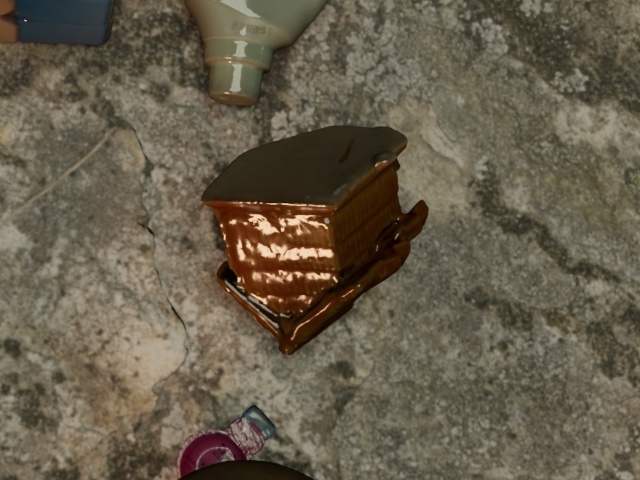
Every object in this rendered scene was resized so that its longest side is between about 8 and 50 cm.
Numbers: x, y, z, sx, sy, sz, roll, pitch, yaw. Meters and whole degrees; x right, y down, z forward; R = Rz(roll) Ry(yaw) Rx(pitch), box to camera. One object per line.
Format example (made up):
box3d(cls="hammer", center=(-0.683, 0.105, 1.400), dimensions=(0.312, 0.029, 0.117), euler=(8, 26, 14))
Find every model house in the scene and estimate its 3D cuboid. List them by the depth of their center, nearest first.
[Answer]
box3d(cls="model house", center=(0.000, -0.002, 1.901), dimensions=(0.199, 0.219, 0.229), euler=(-45, 137, -45))

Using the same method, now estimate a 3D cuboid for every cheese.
box3d(cls="cheese", center=(-0.116, 0.261, 1.899), dimensions=(0.145, 0.038, 0.095), euler=(-43, 94, -20))

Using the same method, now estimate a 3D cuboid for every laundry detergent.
box3d(cls="laundry detergent", center=(-0.068, -0.366, 1.951), dimensions=(0.264, 0.125, 0.398), euler=(8, 82, -12))

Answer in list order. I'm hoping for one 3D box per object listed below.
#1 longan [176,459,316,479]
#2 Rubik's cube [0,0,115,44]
box3d(cls="longan", center=(-0.075, 0.403, 1.759), dimensions=(0.319, 0.319, 0.319), euler=(2, 82, -12))
box3d(cls="Rubik's cube", center=(-0.396, -0.428, 1.778), dimensions=(0.347, 0.344, 0.347), euler=(2, 81, -10))
